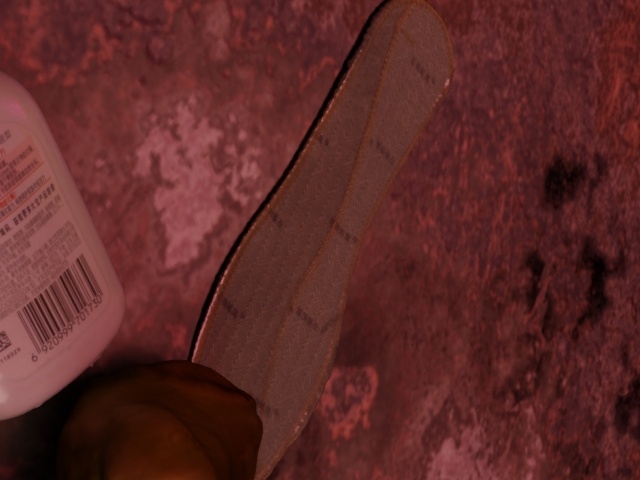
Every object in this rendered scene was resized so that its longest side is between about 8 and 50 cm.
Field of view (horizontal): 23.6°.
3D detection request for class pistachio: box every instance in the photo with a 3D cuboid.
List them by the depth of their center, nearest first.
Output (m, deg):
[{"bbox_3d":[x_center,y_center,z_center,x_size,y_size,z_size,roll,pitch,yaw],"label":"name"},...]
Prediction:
[{"bbox_3d":[-0.086,0.125,0.788,0.189,0.100,0.110,-79,-179,-79],"label":"pistachio"}]

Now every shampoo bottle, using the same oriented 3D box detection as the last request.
[{"bbox_3d":[-0.169,-0.025,0.722,0.108,0.051,0.221,-42,125,-33],"label":"shampoo bottle"}]

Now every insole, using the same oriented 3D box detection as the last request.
[{"bbox_3d":[0.000,0.000,0.938,0.119,0.009,0.348,42,67,-42],"label":"insole"}]
